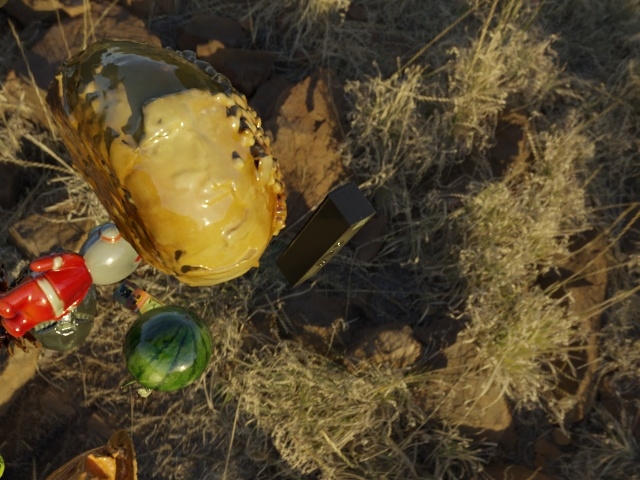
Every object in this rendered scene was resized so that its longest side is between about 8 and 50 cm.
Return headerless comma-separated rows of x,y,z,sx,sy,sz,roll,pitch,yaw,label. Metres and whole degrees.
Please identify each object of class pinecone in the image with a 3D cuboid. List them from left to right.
-0.615,0.131,1.115,0.208,0.207,0.207,8,59,-13,pinecone

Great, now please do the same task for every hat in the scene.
-0.534,0.537,1.143,0.233,0.244,0.233,4,38,-38,hat

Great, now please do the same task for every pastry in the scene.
-0.153,-0.091,0.605,0.184,0.316,0.284,-38,107,-23,pastry

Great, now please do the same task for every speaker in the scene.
0.000,0.000,0.648,0.040,0.191,0.046,-30,80,-32,speaker

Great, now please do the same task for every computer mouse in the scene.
-0.415,0.107,0.875,0.106,0.192,0.062,-9,32,-34,computer mouse

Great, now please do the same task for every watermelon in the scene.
-0.337,0.242,1.194,0.188,0.214,0.188,28,29,-16,watermelon

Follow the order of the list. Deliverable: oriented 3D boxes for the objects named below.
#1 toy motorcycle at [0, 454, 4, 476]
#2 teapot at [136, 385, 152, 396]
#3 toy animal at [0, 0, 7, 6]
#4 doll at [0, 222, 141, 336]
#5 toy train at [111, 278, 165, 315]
-0.822,0.614,1.163,0.200,0.191,0.326,10,55,-19,toy motorcycle
-0.454,0.351,1.445,0.077,0.200,0.107,23,62,6,teapot
-0.360,-0.310,0.396,0.168,0.343,0.106,-45,66,6,toy animal
-0.338,0.041,0.780,0.076,0.142,0.245,40,56,15,doll
-0.519,0.173,1.554,0.099,0.188,0.072,35,77,12,toy train
